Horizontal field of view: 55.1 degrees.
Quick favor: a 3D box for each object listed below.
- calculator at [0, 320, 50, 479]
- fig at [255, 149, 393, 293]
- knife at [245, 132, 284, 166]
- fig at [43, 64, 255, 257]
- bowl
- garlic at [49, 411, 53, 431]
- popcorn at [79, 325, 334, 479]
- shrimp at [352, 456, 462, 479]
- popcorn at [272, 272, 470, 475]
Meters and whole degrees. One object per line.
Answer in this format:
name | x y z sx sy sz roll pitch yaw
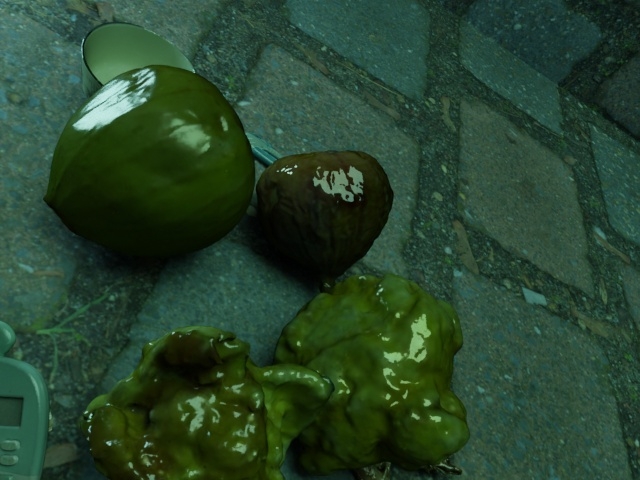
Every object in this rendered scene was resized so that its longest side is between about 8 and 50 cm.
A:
calculator | -0.425 0.241 0.749 0.184 0.042 0.295 2 79 3
fig | 0.000 0.000 1.245 0.286 0.286 0.368 3 92 -35
knife | -0.087 -0.181 1.435 0.222 0.031 0.064 35 40 -9
fig | -0.284 -0.117 1.050 0.343 0.343 0.343 20 48 -23
bowl | -0.381 -0.317 1.259 0.238 0.126 0.237 20 47 -23
garlic | -0.428 0.238 0.811 0.124 0.099 0.174 -20 70 -25
popcorn | -0.142 0.268 0.859 0.326 0.290 0.321 -28 92 -22
shrimp | 0.154 0.412 1.124 0.236 0.053 0.133 22 42 -14
popcorn | 0.088 0.215 1.035 0.294 0.292 0.334 11 63 -29
